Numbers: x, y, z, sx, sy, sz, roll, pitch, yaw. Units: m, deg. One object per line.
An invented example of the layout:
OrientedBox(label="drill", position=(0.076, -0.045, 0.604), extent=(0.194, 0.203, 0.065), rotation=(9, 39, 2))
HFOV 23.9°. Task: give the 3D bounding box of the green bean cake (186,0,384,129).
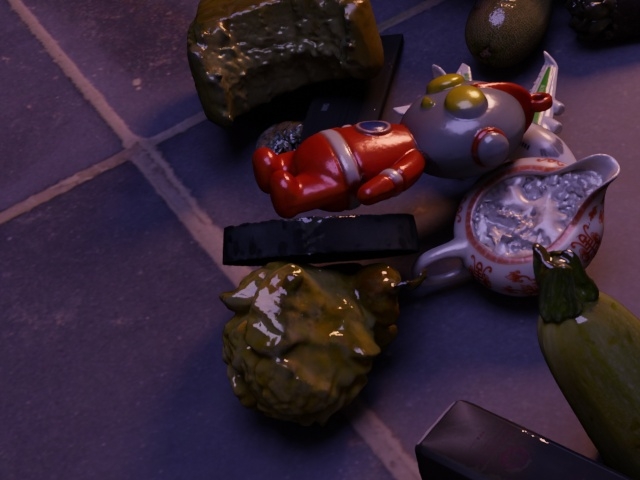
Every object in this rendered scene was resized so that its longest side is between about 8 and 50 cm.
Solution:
OrientedBox(label="green bean cake", position=(-0.050, -0.254, 1.903), extent=(0.236, 0.124, 0.233), rotation=(-19, 24, 2))

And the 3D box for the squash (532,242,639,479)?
OrientedBox(label="squash", position=(0.261, 0.124, 1.404), extent=(0.137, 0.287, 0.137), rotation=(-36, 30, 24))

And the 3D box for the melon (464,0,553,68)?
OrientedBox(label="melon", position=(0.243, -0.284, 1.930), extent=(0.099, 0.099, 0.162), rotation=(13, 46, 27))

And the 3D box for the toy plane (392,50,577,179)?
OrientedBox(label="toy plane", position=(0.211, -0.120, 1.764), extent=(0.251, 0.101, 0.255), rotation=(-34, 50, -21))

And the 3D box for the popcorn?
OrientedBox(label="popcorn", position=(-0.001, 0.098, 1.550), extent=(0.195, 0.173, 0.168), rotation=(-9, 56, -26))

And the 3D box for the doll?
OrientedBox(label="doll", position=(0.098, -0.107, 1.638), extent=(0.336, 0.105, 0.200), rotation=(-16, 25, -9))

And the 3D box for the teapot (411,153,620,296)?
OrientedBox(label="teapot", position=(0.213, -0.008, 1.632), extent=(0.245, 0.116, 0.159), rotation=(-30, 67, 1))

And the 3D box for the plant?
OrientedBox(label="plant", position=(0.375, -0.302, 1.920), extent=(0.143, 0.092, 0.094), rotation=(-1, 51, 3))

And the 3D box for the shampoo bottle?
OrientedBox(label="shampoo bottle", position=(0.208, 0.237, 1.400), extent=(0.246, 0.079, 0.080), rotation=(23, 55, 33))

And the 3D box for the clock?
OrientedBox(label="clock", position=(0.000, 0.000, 1.631), extent=(0.215, 0.215, 0.042), rotation=(-4, 87, 11))

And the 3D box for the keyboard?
OrientedBox(label="keyboard", position=(0.034, -0.167, 1.869), extent=(0.103, 0.041, 0.381), rotation=(-3, 27, 15))

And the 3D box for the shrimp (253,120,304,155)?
OrientedBox(label="shrimp", position=(-0.010, -0.109, 1.868), extent=(0.161, 0.034, 0.091), rotation=(1, 56, 26))
